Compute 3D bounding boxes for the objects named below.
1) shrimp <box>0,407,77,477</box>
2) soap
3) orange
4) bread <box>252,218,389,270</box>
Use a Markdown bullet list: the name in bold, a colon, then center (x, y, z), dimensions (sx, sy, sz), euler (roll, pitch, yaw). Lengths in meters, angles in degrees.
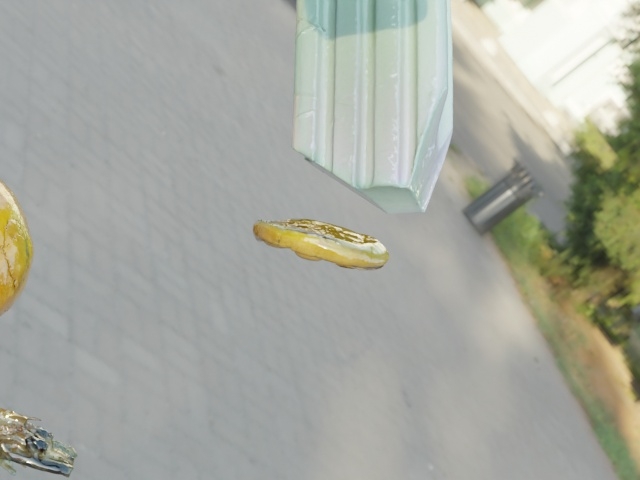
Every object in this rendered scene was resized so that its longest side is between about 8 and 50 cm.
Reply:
- **shrimp**: center (-0.404, 0.256, 1.235), dimensions (0.253, 0.173, 0.058), euler (14, 23, 2)
- **soap**: center (0.074, -0.213, 1.482), dimensions (0.115, 0.208, 0.346), euler (54, 35, -67)
- **orange**: center (-0.509, 0.008, 1.478), dimensions (0.246, 0.246, 0.246), euler (46, 17, -19)
- **bread**: center (0.000, 0.000, 0.832), dimensions (0.110, 0.024, 0.110), euler (13, 9, -2)
